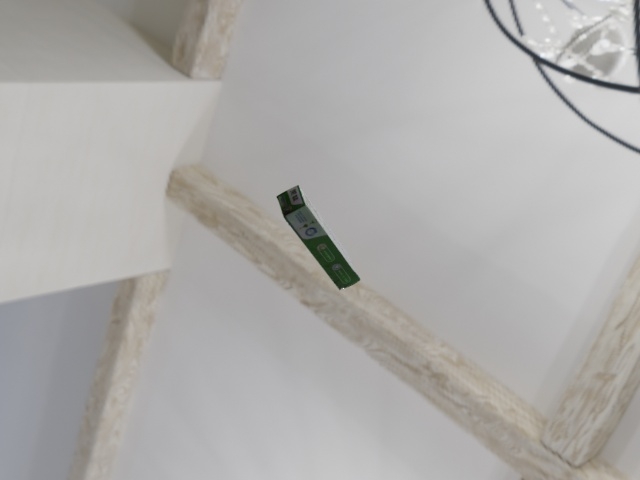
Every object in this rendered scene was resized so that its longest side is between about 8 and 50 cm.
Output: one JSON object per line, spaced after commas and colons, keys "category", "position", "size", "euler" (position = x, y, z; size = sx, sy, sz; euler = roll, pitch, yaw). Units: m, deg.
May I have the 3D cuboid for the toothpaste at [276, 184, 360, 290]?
{"category": "toothpaste", "position": [0.000, 0.000, 0.552], "size": [0.017, 0.083, 0.020], "euler": [-27, -134, 9]}
